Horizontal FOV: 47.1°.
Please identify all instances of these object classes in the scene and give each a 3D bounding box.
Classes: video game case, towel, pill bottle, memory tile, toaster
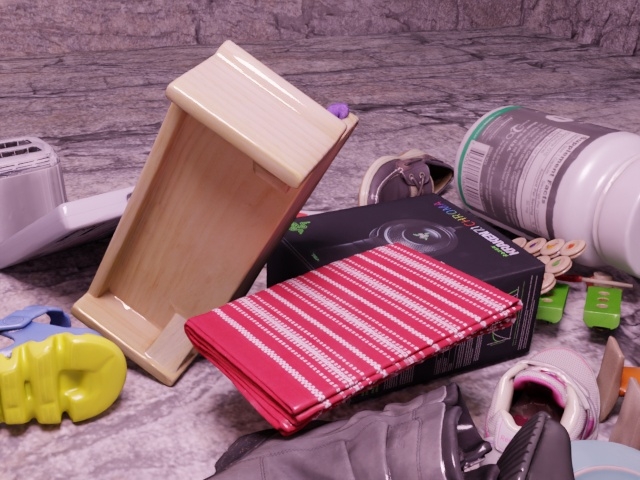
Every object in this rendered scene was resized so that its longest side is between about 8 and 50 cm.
[{"bbox_3d":[-0.268,-0.039,1.019,0.300,0.036,0.329,-20,2,-38],"label":"video game case"},{"bbox_3d":[0.029,0.078,0.707,0.275,0.031,0.199,-19,29,-30],"label":"towel"},{"bbox_3d":[0.388,-0.079,1.123,0.204,0.204,0.361,-10,24,-25],"label":"pill bottle"},{"bbox_3d":[0.292,0.033,1.029,0.113,0.012,0.148,-41,17,-21],"label":"memory tile"},{"bbox_3d":[-0.476,-0.067,1.113,0.227,0.146,0.129,-17,33,-35],"label":"toaster"}]

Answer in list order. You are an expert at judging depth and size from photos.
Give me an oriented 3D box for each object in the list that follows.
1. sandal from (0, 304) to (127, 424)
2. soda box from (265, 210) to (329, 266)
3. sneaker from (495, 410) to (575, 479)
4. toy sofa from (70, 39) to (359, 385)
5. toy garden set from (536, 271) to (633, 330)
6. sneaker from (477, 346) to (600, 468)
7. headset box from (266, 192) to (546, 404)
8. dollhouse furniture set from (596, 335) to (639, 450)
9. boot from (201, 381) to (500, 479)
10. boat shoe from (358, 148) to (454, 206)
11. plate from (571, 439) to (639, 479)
[{"bbox_3d":[-0.372,0.136,0.757,0.318,0.126,0.138,-1,22,-26],"label":"sandal"},{"bbox_3d":[0.000,0.000,1.111,0.216,0.069,0.074,2,26,1],"label":"soda box"},{"bbox_3d":[0.158,0.277,0.498,0.146,0.122,0.330,21,49,5],"label":"sneaker"},{"bbox_3d":[-0.120,-0.026,0.798,0.150,0.362,0.177,36,38,0],"label":"toy sofa"},{"bbox_3d":[0.416,0.091,0.985,0.245,0.049,0.204,5,16,22],"label":"toy garden set"},{"bbox_3d":[0.230,0.169,0.741,0.103,0.111,0.252,15,28,23],"label":"sneaker"},{"bbox_3d":[0.086,0.059,0.929,0.283,0.131,0.246,-11,29,-23],"label":"headset box"},{"bbox_3d":[0.433,0.180,0.711,0.262,0.135,0.259,4,26,3],"label":"dollhouse furniture set"},{"bbox_3d":[0.004,0.191,0.514,0.223,0.118,0.338,-21,8,19],"label":"boot"},{"bbox_3d":[0.157,-0.099,1.294,0.092,0.102,0.285,11,21,27],"label":"boat shoe"},{"bbox_3d":[0.241,0.247,0.591,0.188,0.024,0.188,1,52,-2],"label":"plate"}]
